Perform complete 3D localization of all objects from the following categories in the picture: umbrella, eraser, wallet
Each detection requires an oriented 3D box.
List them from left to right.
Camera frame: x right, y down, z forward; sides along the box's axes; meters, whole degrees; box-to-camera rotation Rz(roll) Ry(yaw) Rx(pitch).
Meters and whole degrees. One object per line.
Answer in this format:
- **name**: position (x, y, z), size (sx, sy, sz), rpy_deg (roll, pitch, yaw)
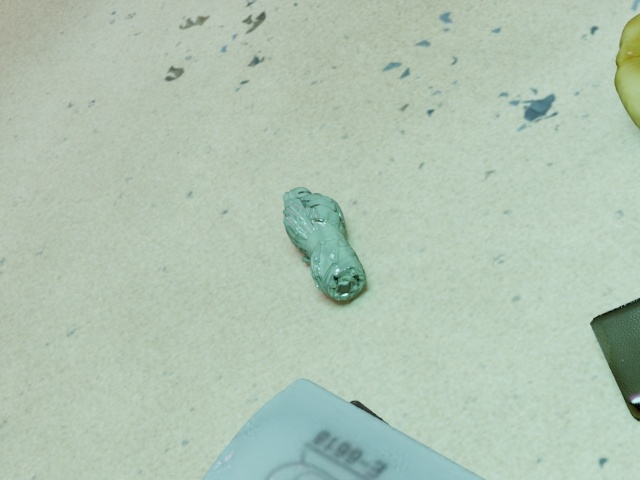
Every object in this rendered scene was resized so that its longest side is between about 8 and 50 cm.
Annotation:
- **umbrella**: position (0.000, 0.000, 1.482), size (0.062, 0.067, 0.143), rpy_deg (-51, 44, 23)
- **eraser**: position (0.040, 0.233, 1.189), size (0.270, 0.095, 0.174), rpy_deg (27, 66, 32)
- **wallet**: position (0.323, 0.065, 1.257), size (0.198, 0.031, 0.110), rpy_deg (-24, 43, 8)

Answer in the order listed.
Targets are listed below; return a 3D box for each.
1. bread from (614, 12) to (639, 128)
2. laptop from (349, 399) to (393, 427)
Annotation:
- **bread**: position (0.354, -0.155, 1.406), size (0.173, 0.085, 0.134), rpy_deg (-10, 50, 20)
- **laptop**: position (0.004, 0.239, 1.283), size (0.207, 0.026, 0.154), rpy_deg (-45, 46, -13)
